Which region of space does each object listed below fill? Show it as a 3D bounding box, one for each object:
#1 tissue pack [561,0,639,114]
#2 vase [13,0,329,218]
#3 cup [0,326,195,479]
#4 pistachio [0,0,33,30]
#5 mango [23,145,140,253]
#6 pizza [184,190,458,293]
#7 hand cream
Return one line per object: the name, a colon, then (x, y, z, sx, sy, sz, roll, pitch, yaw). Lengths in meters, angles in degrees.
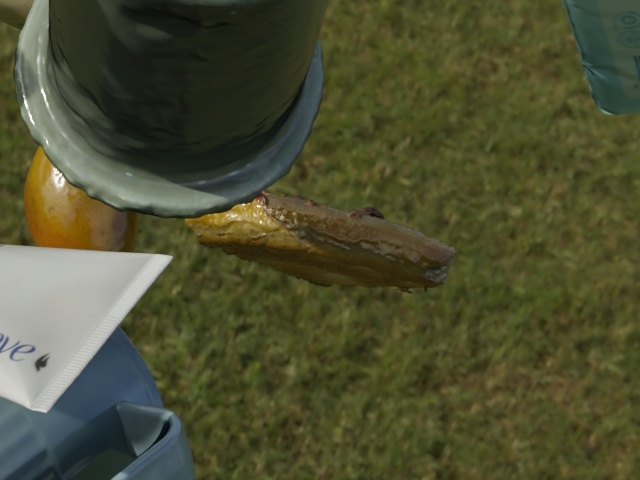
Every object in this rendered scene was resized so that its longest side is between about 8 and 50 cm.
tissue pack: (0.235, -0.182, 0.890, 0.177, 0.263, 0.089, -5, 62, 19)
vase: (-0.092, -0.169, 0.964, 0.245, 0.291, 0.245, 3, 73, -9)
cup: (-0.304, 0.223, 1.254, 0.331, 0.257, 0.311, 32, 40, 18)
pistachio: (-0.206, -0.287, 1.285, 0.331, 0.226, 0.207, 1, 5, 45)
mango: (-0.281, -0.074, 1.695, 0.138, 0.253, 0.113, 1, -1, 7)
pizza: (0.000, 0.000, 1.759, 0.335, 0.226, 0.086, 9, 77, 3)
hand cream: (-0.222, 0.049, 0.928, 0.247, 0.083, 0.133, 3, 46, 37)
